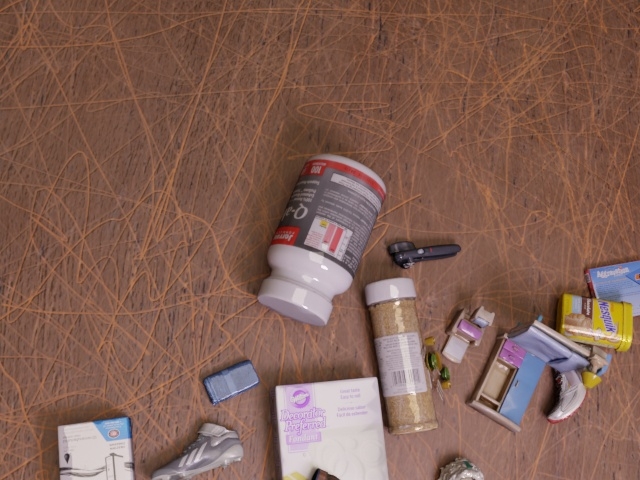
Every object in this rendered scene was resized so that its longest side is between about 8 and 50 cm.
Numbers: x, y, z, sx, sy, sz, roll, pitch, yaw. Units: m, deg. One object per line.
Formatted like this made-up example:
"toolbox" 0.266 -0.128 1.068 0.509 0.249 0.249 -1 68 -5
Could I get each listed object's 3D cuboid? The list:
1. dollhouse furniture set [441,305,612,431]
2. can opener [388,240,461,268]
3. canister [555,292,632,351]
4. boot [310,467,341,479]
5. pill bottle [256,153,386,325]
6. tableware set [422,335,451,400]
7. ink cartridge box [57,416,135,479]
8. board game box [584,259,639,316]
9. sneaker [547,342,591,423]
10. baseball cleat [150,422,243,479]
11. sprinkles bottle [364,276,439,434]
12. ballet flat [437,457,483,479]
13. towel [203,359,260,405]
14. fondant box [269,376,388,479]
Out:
"dollhouse furniture set" 0.446 0.289 1.710 0.286 0.303 0.198 31 71 -3
"can opener" 0.264 0.030 1.865 0.186 0.059 0.073 -4 76 -13
"canister" 0.685 0.203 1.879 0.170 0.073 0.126 10 62 7
"boot" 0.002 0.598 1.555 0.106 0.082 0.219 23 72 -3
"pill bottle" 0.000 0.000 1.738 0.210 0.210 0.363 24 72 -5
"tableware set" 0.279 0.292 1.764 0.024 0.104 0.154 -14 119 22
"ink cartridge box" -0.469 0.485 1.579 0.148 0.086 0.203 -6 76 -13
"board game box" 0.844 0.126 1.981 0.281 0.027 0.145 -8 79 -14
"sneaker" 0.608 0.353 1.851 0.093 0.088 0.225 32 64 5
"baseball cleat" -0.276 0.466 1.644 0.206 0.072 0.109 -10 64 -19
"sprinkles bottle" 0.188 0.269 1.755 0.121 0.121 0.355 -6 77 -13
"ballet flat" 0.323 0.699 1.669 0.147 0.147 0.408 1 76 -12
"towel" -0.203 0.322 1.707 0.119 0.029 0.067 -22 81 -16
"fondant box" 0.021 0.483 1.679 0.238 0.096 0.330 -3 76 -12
